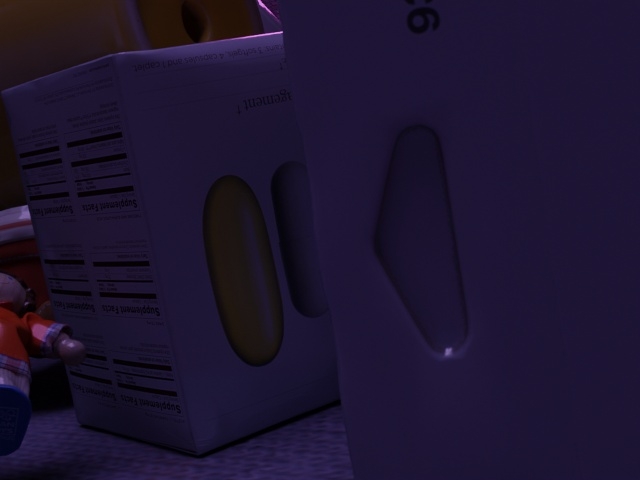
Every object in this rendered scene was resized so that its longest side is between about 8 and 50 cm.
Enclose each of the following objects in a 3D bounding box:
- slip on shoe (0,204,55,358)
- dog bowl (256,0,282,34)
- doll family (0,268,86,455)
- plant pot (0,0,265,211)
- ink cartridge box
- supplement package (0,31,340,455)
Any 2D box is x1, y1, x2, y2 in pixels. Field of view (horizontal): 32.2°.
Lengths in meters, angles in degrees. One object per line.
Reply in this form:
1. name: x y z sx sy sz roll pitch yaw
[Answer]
1. slip on shoe: -0.268 0.067 0.806 0.331 0.101 0.123 -22 -17 38
2. dog bowl: -0.154 -0.096 1.042 0.349 0.349 0.102 -10 18 8
3. doll family: -0.252 0.075 0.537 0.263 0.118 0.163 7 20 -15
4. plant pot: -0.179 -0.128 0.814 0.239 0.254 0.254 -13 5 29
5. ink cartridge box: 0.080 -0.024 0.458 0.129 0.223 0.307 -8 7 8
6. supplement package: -0.048 -0.010 0.645 0.194 0.203 0.149 -16 9 -35
